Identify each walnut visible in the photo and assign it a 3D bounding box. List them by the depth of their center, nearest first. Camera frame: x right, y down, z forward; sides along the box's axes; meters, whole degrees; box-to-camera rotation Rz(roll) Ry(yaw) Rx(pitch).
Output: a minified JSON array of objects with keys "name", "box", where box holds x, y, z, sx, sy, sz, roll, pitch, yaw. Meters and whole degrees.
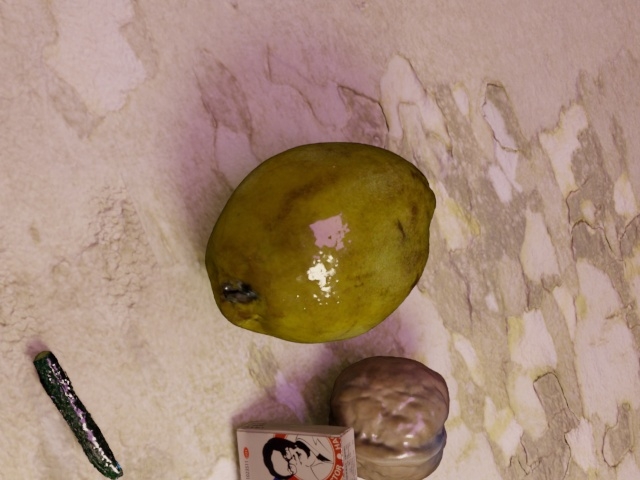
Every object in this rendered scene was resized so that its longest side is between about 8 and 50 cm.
[{"name":"walnut","box":[0.126,0.335,1.497,0.248,0.248,0.248,0,90,-28]}]

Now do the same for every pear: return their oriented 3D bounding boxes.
[{"name":"pear","box":[0.000,0.000,1.378,0.413,0.352,0.351,-21,100,-24]}]

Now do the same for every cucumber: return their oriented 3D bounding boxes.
[{"name":"cucumber","box":[-0.399,0.296,1.323,0.044,0.043,0.256,-31,105,-19]}]

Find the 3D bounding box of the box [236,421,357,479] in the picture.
[{"name":"box","box":[-0.032,0.506,1.425,0.069,0.214,0.353,-6,93,-63]}]
